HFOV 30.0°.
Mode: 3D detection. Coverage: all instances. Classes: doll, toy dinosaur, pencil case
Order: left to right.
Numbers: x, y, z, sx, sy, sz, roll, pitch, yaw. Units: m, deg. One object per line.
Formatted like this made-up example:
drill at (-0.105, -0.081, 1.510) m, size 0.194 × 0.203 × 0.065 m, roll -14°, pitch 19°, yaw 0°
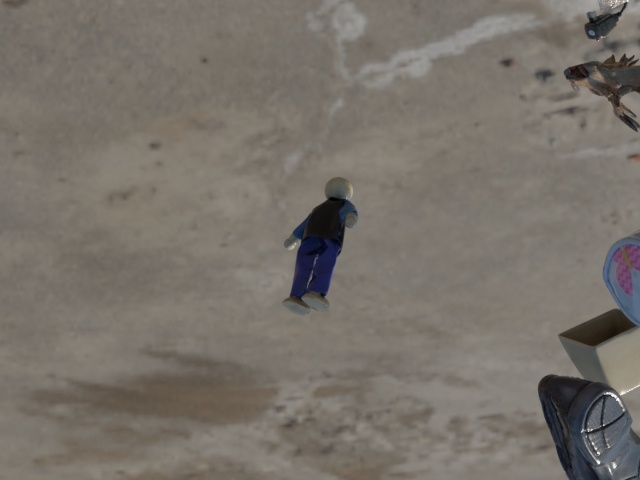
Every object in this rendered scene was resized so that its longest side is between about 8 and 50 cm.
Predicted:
doll at (0.000, 0.000, 1.514) m, size 0.046 × 0.189 × 0.129 m, roll 34°, pitch 150°, yaw -32°
toy dinosaur at (0.488, -0.165, 1.634) m, size 0.295 × 0.127 × 0.200 m, roll 53°, pitch 146°, yaw -13°
pencil case at (0.454, 0.008, 1.370) m, size 0.273 × 0.113 × 0.124 m, roll -22°, pitch -152°, yaw -28°

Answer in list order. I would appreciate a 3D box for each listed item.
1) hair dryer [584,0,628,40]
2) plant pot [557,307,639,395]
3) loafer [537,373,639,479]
hair dryer at (0.564, -0.461, 1.972) m, size 0.294 × 0.080 × 0.223 m, roll -22°, pitch 126°, yaw -18°
plant pot at (0.440, 0.173, 1.798) m, size 0.109 × 0.096 × 0.109 m, roll -22°, pitch -169°, yaw -14°
loafer at (0.363, 0.282, 1.559) m, size 0.109 × 0.095 × 0.302 m, roll -41°, pitch 128°, yaw -19°
